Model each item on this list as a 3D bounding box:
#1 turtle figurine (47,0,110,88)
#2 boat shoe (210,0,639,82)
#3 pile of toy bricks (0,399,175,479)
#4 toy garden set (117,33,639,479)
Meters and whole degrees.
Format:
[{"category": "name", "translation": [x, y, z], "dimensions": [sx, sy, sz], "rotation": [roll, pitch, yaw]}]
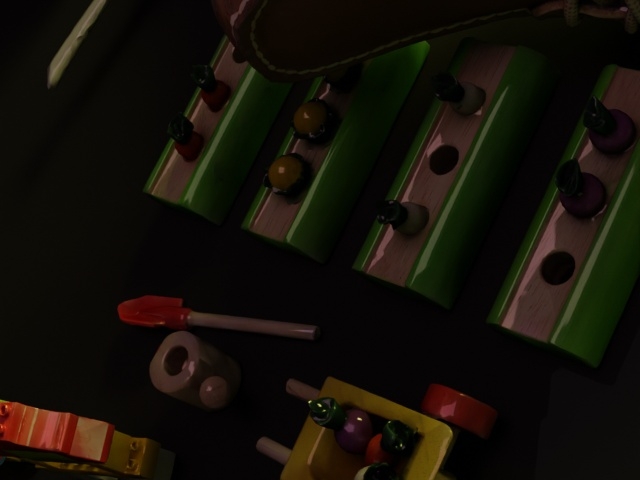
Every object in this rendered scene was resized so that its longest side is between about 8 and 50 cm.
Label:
[{"category": "turtle figurine", "translation": [-0.057, -0.252, 0.562], "dimensions": [0.275, 0.198, 0.266], "rotation": [-11, 57, 27]}, {"category": "boat shoe", "translation": [0.108, -0.133, 0.417], "dimensions": [0.324, 0.123, 0.116], "rotation": [-26, 63, 16]}, {"category": "pile of toy bricks", "translation": [-0.178, 0.119, 0.520], "dimensions": [0.212, 0.105, 0.118], "rotation": [-4, 65, 35]}, {"category": "toy garden set", "translation": [0.000, 0.000, 0.487], "dimensions": [0.244, 0.049, 0.203], "rotation": [19, 80, 41]}]
